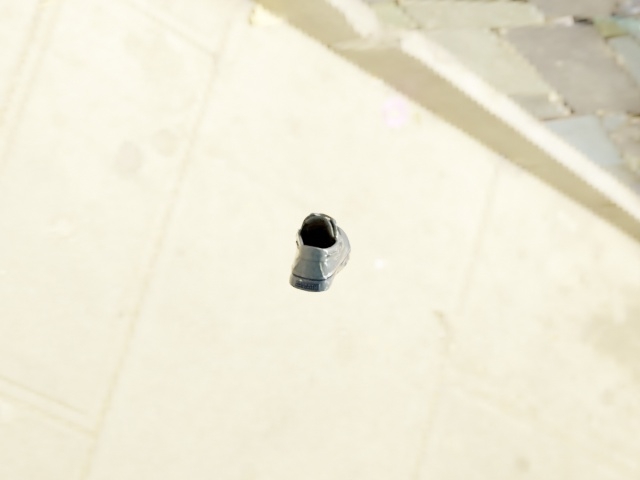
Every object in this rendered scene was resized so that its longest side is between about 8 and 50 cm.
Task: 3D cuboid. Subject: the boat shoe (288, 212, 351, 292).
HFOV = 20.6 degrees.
[{"bbox_3d":[0.000,0.000,1.098,0.100,0.035,0.035,-59,159,-69],"label":"boat shoe"}]
